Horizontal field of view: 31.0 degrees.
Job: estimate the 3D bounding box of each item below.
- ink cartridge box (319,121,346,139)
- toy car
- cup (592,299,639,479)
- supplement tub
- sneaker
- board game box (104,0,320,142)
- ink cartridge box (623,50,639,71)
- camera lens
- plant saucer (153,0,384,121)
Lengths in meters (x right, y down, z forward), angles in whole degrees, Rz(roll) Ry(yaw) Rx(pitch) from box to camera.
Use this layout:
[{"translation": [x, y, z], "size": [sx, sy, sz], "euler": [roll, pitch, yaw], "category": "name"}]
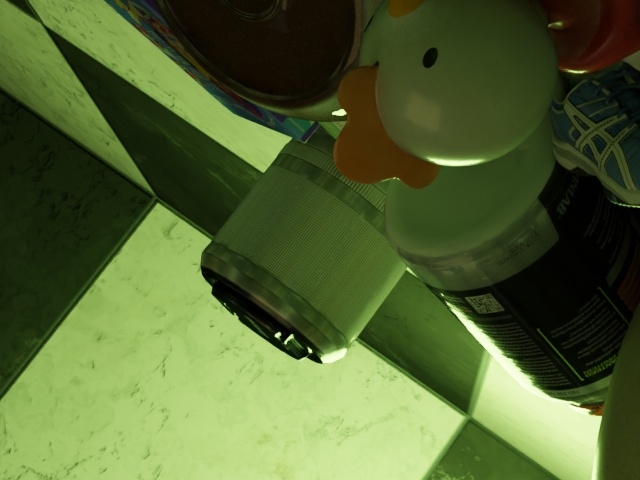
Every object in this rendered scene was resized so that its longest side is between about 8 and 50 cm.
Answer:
[{"translation": [0.061, -0.161, 0.993], "size": [0.171, 0.056, 0.235], "euler": [42, 151, -28], "category": "ink cartridge box"}, {"translation": [0.087, -0.133, 0.643], "size": [0.219, 0.238, 0.210], "euler": [38, 173, 47], "category": "toy car"}, {"translation": [0.362, 0.187, 0.961], "size": [0.331, 0.237, 0.331], "euler": [35, -172, -6], "category": "cup"}, {"translation": [0.217, 0.028, 1.107], "size": [0.316, 0.193, 0.194], "euler": [46, 166, -35], "category": "supplement tub"}, {"translation": [0.226, -0.084, 0.861], "size": [0.081, 0.080, 0.211], "euler": [66, 167, -22], "category": "sneaker"}, {"translation": [-0.122, -0.227, 1.266], "size": [0.233, 0.078, 0.347], "euler": [41, 178, -19], "category": "board game box"}, {"translation": [0.231, -0.140, 0.793], "size": [0.115, 0.029, 0.063], "euler": [35, 169, 4], "category": "ink cartridge box"}, {"translation": [0.000, 0.000, 1.455], "size": [0.219, 0.274, 0.219], "euler": [35, 169, 8], "category": "camera lens"}, {"translation": [-0.051, -0.223, 0.923], "size": [0.311, 0.050, 0.310], "euler": [27, 139, 27], "category": "plant saucer"}]
